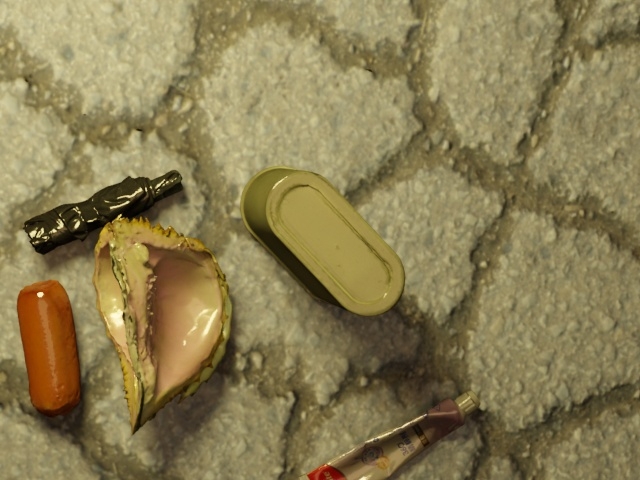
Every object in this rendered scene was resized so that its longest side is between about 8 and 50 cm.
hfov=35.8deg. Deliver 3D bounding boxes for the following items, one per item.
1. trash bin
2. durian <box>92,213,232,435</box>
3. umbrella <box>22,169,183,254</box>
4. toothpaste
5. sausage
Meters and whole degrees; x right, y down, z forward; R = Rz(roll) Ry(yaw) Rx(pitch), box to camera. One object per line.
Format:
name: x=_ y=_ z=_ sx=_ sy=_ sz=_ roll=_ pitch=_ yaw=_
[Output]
trash bin: x=0.000 y=0.000 z=1.396 sx=0.121 sy=0.247 sz=0.243 roll=-44 pitch=101 yaw=-5
durian: x=-0.214 y=0.101 z=1.413 sx=0.195 sy=0.185 sz=0.305 roll=-15 pitch=100 yaw=-29
umbrella: x=-0.310 y=-0.049 z=1.429 sx=0.235 sy=0.059 sz=0.066 roll=-25 pitch=55 yaw=-12
toothpaste: x=0.115 y=0.322 z=1.535 sx=0.301 sy=0.048 sz=0.075 roll=-31 pitch=102 yaw=-6
sausage: x=-0.385 y=0.156 z=1.414 sx=0.076 sy=0.076 sz=0.198 roll=-8 pitch=95 yaw=-11
